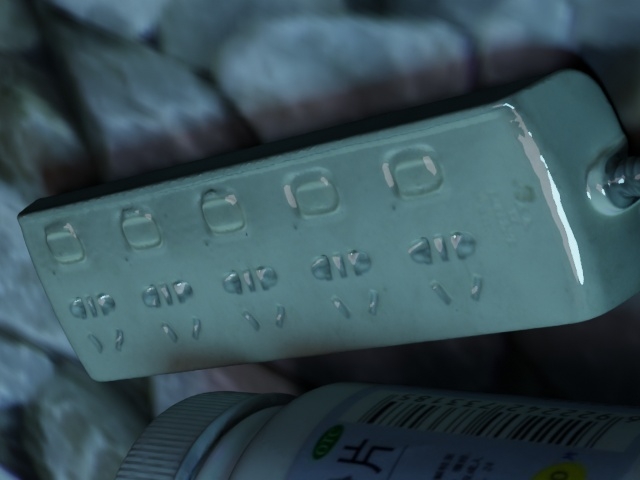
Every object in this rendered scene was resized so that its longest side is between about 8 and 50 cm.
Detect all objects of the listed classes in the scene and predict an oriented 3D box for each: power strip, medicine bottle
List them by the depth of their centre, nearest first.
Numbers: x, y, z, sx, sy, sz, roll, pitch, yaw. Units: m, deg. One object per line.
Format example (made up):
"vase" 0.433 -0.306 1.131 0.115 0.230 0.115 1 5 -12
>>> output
"medicine bottle" 0.037 0.090 0.468 0.186 0.103 0.103 3 116 39
"power strip" 0.000 0.000 0.500 0.252 0.027 0.060 -11 107 43
